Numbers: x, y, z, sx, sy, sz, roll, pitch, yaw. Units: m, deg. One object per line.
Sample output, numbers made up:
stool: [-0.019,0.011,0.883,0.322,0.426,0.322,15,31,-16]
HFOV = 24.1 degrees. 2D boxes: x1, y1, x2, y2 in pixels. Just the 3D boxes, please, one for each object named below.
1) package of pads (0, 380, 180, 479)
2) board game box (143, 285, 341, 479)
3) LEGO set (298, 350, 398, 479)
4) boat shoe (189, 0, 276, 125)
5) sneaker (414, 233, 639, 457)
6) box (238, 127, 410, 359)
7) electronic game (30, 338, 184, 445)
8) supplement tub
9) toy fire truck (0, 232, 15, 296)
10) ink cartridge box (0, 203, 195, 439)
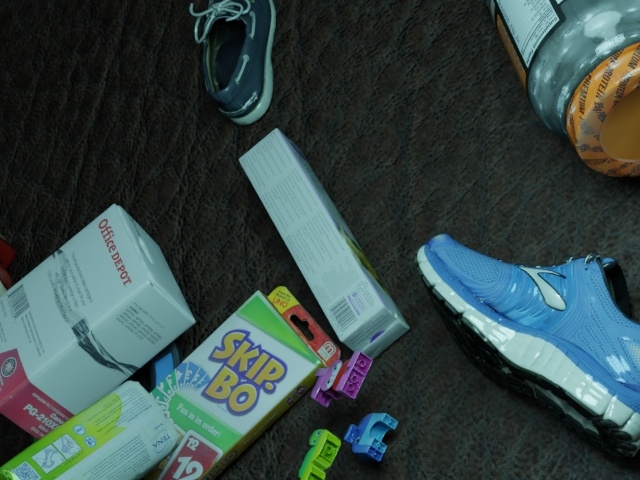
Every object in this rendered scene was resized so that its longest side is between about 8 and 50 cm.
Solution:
package of pads: [-0.309,0.284,1.617,0.296,0.229,0.101,-37,88,39]
board game box: [-0.106,0.172,1.682,0.259,0.039,0.124,-42,61,-1]
LEGO set: [0.000,0.235,1.552,0.093,0.087,0.227,-11,48,58]
boat shoe: [-0.117,-0.267,1.946,0.095,0.079,0.254,-18,55,27]
sneaker: [0.227,0.077,1.479,0.147,0.130,0.330,-43,49,-13]
box: [0.000,0.000,1.711,0.067,0.063,0.324,-39,48,9]
electronic game: [-0.257,0.191,1.796,0.229,0.048,0.229,-18,55,28]
supplement tub: [0.285,-0.241,1.549,0.207,0.207,0.338,-31,50,17]
toy fire truck: [-0.460,0.105,1.949,0.217,0.158,0.246,-51,36,-1]
ink cartridge box: [-0.284,0.097,1.781,0.237,0.100,0.172,-39,41,6]
